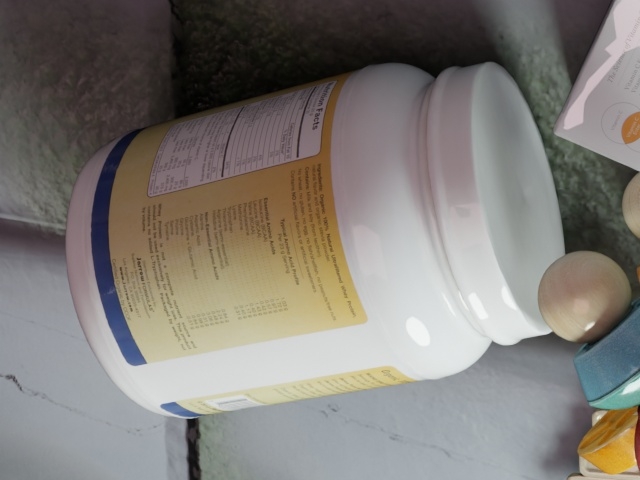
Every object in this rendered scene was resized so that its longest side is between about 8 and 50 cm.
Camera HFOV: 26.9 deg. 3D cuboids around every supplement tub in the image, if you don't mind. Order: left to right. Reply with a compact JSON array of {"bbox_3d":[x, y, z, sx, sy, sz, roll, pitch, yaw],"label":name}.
[{"bbox_3d":[0.000,0.000,0.980,0.316,0.228,0.228,-12,108,24],"label":"supplement tub"}]

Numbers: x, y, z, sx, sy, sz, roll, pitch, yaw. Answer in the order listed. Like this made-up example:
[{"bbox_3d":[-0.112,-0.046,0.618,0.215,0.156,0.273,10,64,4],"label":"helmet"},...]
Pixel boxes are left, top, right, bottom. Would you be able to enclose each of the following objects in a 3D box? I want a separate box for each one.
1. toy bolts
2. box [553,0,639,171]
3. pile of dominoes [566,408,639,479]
[{"bbox_3d":[0.215,0.065,0.928,0.158,0.228,0.218,49,119,3],"label":"toy bolts"},{"bbox_3d":[0.267,-0.108,0.911,0.170,0.091,0.130,25,119,8],"label":"box"},{"bbox_3d":[0.312,0.164,1.061,0.196,0.040,0.251,21,110,12],"label":"pile of dominoes"}]
